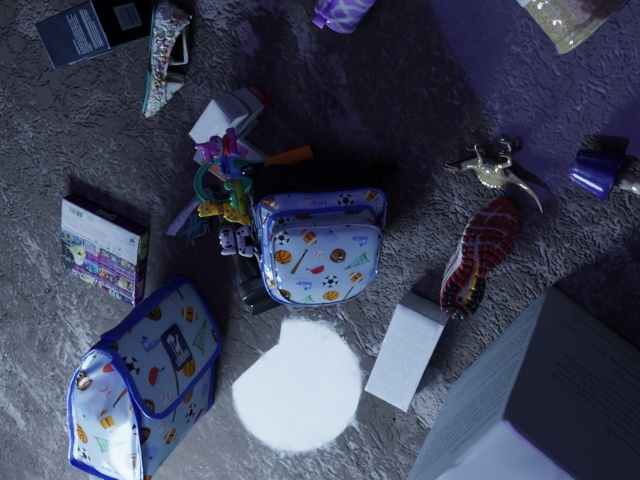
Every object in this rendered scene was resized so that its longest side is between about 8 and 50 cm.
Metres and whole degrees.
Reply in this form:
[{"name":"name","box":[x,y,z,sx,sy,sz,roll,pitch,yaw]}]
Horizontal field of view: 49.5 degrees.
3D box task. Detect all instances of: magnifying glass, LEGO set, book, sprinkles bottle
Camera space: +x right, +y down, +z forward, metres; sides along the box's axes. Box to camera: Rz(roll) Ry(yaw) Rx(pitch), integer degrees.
[{"name":"magnifying glass","box":[-0.126,-0.132,1.308,0.230,0.026,0.092,-18,80,-2]},{"name":"LEGO set","box":[-0.181,-0.081,1.251,0.093,0.087,0.227,-8,96,0]},{"name":"book","box":[-0.175,-0.163,1.392,0.144,0.035,0.096,37,123,7]},{"name":"sprinkles bottle","box":[0.270,-0.430,0.960,0.355,0.121,0.121,49,126,-2]}]

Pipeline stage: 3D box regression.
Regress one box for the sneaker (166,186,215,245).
[{"name":"sneaker","box":[-0.260,-0.049,1.487,0.076,0.065,0.166,38,131,-14]}]

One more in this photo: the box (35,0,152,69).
[{"name":"box","box":[-0.421,-0.405,1.325,0.158,0.156,0.093,-8,111,31]}]

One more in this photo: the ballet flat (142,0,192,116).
[{"name":"ballet flat","box":[-0.297,-0.339,1.342,0.077,0.091,0.241,10,128,-11]}]

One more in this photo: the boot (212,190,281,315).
[{"name":"boot","box":[-0.146,0.025,1.418,0.091,0.263,0.229,-22,74,-3]}]

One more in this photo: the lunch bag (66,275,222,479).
[{"name":"lunch bag","box":[-0.386,0.310,1.562,0.238,0.328,0.386,16,119,15]}]

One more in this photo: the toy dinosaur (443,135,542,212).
[{"name":"toy dinosaur","box":[0.299,-0.120,1.156,0.183,0.053,0.093,25,139,24]}]

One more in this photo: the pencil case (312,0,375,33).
[{"name":"pencil case","box":[0.067,-0.427,1.092,0.086,0.088,0.206,39,127,8]}]

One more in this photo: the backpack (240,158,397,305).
[{"name":"backpack","box":[0.000,0.000,1.253,0.276,0.213,0.263,-1,135,-2]}]

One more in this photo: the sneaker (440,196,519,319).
[{"name":"sneaker","box":[0.266,0.023,1.215,0.088,0.093,0.225,24,107,-6]}]

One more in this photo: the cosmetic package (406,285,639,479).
[{"name":"cosmetic package","box":[0.375,0.358,1.134,0.327,0.393,0.329,38,127,6]}]

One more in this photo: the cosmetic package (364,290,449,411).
[{"name":"cosmetic package","box":[0.172,0.223,1.381,0.098,0.060,0.239,27,124,16]}]

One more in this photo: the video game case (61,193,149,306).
[{"name":"video game case","box":[-0.521,0.023,1.665,0.232,0.042,0.210,24,123,16]}]

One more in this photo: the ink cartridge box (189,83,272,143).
[{"name":"ink cartridge box","box":[-0.167,-0.227,1.289,0.056,0.135,0.099,47,126,3]}]

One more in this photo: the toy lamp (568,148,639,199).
[{"name":"toy lamp","box":[0.513,-0.070,1.038,0.274,0.080,0.080,22,123,18]}]
